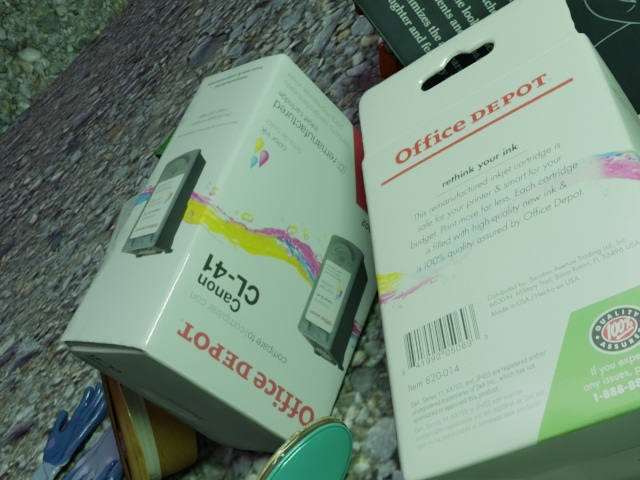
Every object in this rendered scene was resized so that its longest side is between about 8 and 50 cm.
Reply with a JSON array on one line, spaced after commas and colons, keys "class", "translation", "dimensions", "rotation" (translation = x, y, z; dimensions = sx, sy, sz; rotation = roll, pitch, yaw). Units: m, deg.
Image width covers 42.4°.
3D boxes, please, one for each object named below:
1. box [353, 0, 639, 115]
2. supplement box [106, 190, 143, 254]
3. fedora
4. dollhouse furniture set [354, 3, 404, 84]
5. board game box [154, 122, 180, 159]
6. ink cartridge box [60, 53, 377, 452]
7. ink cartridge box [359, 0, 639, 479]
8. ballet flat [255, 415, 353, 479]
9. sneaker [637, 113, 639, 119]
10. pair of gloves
[{"class": "box", "translation": [0.251, -0.274, 0.724], "dimensions": [0.395, 0.293, 0.212], "rotation": [-28, 34, 24]}, {"class": "supplement box", "translation": [-0.158, -0.032, 1.084], "dimensions": [0.220, 0.111, 0.114], "rotation": [-29, 33, 22]}, {"class": "fedora", "translation": [-0.170, 0.179, 0.835], "dimensions": [0.079, 0.194, 0.194], "rotation": [-13, 24, -19]}, {"class": "dollhouse furniture set", "translation": [0.155, -0.327, 0.972], "dimensions": [0.259, 0.262, 0.135], "rotation": [-14, 24, -17]}, {"class": "board game box", "translation": [-0.173, -0.182, 1.368], "dimensions": [0.259, 0.030, 0.136], "rotation": [10, 62, 54]}, {"class": "ink cartridge box", "translation": [-0.059, 0.017, 0.777], "dimensions": [0.131, 0.226, 0.306], "rotation": [-6, 53, 43]}, {"class": "ink cartridge box", "translation": [0.151, -0.003, 0.608], "dimensions": [0.207, 0.119, 0.354], "rotation": [-28, 47, 28]}, {"class": "ballet flat", "translation": [-0.046, 0.233, 0.677], "dimensions": [0.206, 0.073, 0.067], "rotation": [-55, 18, -24]}, {"class": "sneaker", "translation": [0.253, -0.044, 0.684], "dimensions": [0.070, 0.051, 0.134], "rotation": [-24, 41, 56]}, {"class": "pair of gloves", "translation": [-0.275, 0.244, 0.972], "dimensions": [0.198, 0.023, 0.159], "rotation": [-2, 49, 48]}]
